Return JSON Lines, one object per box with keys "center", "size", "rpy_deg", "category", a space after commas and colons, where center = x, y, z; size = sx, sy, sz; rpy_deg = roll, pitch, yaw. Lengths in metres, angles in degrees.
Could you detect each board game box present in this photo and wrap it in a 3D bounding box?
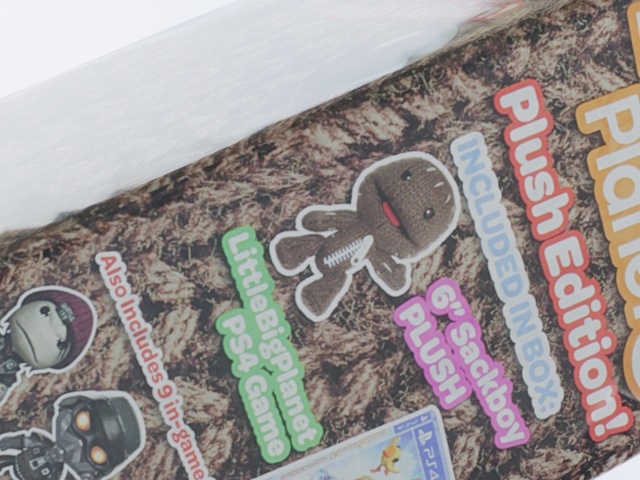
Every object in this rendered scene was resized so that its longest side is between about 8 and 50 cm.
{"center": [0.000, 0.000, 0.613], "size": [0.291, 0.141, 0.232], "rpy_deg": [-25, -162, -15], "category": "board game box"}
